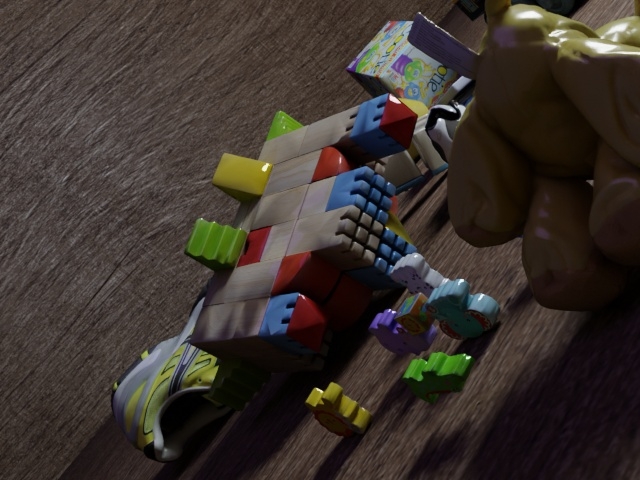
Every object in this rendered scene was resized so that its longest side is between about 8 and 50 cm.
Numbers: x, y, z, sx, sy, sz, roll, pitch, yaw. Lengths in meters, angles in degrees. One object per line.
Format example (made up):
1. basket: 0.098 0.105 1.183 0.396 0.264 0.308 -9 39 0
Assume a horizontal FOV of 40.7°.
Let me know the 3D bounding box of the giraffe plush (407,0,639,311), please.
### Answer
1. giraffe plush: 0.178 -0.079 0.541 0.170 0.210 0.181 -13 -30 -35

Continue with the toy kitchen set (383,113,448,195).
1. toy kitchen set: 0.098 -0.079 1.251 0.207 0.122 0.166 -27 10 8

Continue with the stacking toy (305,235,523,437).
1. stacking toy: 0.088 0.066 0.671 0.167 0.052 0.221 -54 11 -30

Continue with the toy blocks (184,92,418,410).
1. toy blocks: 0.000 0.000 0.993 0.260 0.190 0.382 -12 53 50

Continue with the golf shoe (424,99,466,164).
1. golf shoe: 0.178 -0.142 1.058 0.077 0.094 0.198 -46 6 23

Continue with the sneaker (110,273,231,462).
1. sneaker: -0.128 0.159 1.229 0.385 0.145 0.147 -49 41 3

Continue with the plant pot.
1. plant pot: 0.140 -0.191 1.487 0.095 0.134 0.134 -22 3 -9

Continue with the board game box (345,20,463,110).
1. board game box: 0.174 -0.333 1.697 0.144 0.142 0.275 -48 19 2

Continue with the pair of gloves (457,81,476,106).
1. pair of gloves: 0.273 -0.255 1.374 0.159 0.023 0.198 -47 8 5

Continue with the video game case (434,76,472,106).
1. video game case: 0.263 -0.284 1.461 0.143 0.019 0.157 -42 -1 -5

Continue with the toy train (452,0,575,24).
1. toy train: 0.320 -0.440 1.397 0.142 0.190 0.334 -50 7 -10
